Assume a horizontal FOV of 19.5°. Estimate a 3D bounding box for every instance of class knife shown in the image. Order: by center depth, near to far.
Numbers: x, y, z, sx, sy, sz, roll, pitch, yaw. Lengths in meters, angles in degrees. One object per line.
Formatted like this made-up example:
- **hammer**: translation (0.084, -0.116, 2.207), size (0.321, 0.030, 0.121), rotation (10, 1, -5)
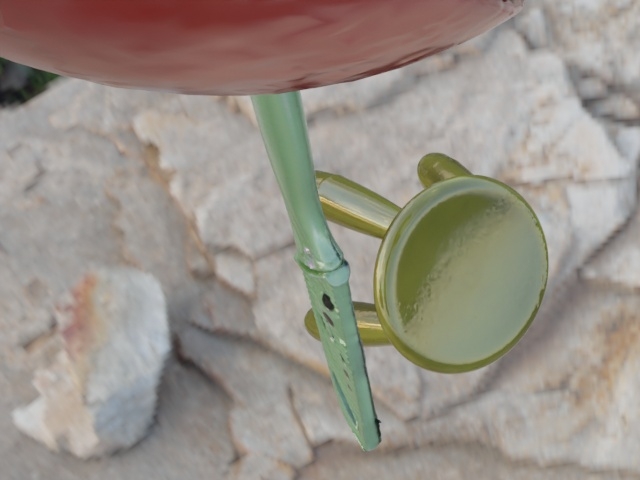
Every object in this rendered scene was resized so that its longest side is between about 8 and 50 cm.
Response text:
- **knife**: translation (-0.002, 0.001, 0.831), size (0.020, 0.293, 0.043), rotation (-29, 49, -14)

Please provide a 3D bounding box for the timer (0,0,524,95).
- **timer**: translation (-0.052, -0.213, 0.421), size (0.279, 0.378, 0.378), rotation (-34, 61, 14)

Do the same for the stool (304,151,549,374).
- **stool**: translation (0.056, 0.010, 1.057), size (0.134, 0.135, 0.110), rotation (-55, 28, -10)
